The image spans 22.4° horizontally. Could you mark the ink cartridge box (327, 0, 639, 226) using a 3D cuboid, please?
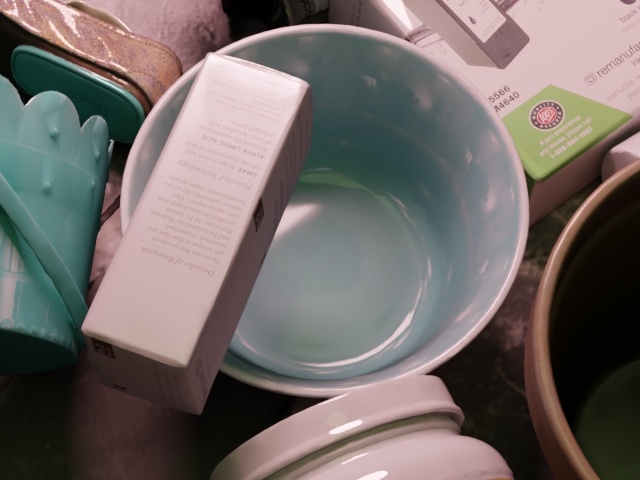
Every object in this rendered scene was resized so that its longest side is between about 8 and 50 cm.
[{"bbox_3d":[0.164,-0.177,1.400,0.198,0.115,0.273,-35,72,-15],"label":"ink cartridge box"}]

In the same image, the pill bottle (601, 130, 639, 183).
[{"bbox_3d":[0.387,-0.082,1.346,0.283,0.160,0.160,-29,71,-13],"label":"pill bottle"}]

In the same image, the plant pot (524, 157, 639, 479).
[{"bbox_3d":[0.295,0.127,1.191,0.323,0.280,0.323,1,67,-2],"label":"plant pot"}]

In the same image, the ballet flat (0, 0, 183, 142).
[{"bbox_3d":[-0.260,-0.186,1.410,0.316,0.107,0.106,29,49,4],"label":"ballet flat"}]

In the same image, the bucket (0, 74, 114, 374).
[{"bbox_3d":[-0.295,-0.006,1.235,0.281,0.281,0.183,3,76,-1],"label":"bucket"}]

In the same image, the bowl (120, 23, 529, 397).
[{"bbox_3d":[0.000,0.000,1.296,0.311,0.163,0.312,1,68,-3],"label":"bowl"}]

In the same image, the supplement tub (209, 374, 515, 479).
[{"bbox_3d":[0.065,0.278,1.148,0.228,0.228,0.316,-20,69,-10],"label":"supplement tub"}]

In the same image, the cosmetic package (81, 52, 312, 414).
[{"bbox_3d":[-0.083,-0.004,1.146,0.085,0.117,0.231,18,69,8],"label":"cosmetic package"}]

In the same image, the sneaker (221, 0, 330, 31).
[{"bbox_3d":[-0.076,-0.243,1.447,0.170,0.063,0.075,37,67,9],"label":"sneaker"}]
